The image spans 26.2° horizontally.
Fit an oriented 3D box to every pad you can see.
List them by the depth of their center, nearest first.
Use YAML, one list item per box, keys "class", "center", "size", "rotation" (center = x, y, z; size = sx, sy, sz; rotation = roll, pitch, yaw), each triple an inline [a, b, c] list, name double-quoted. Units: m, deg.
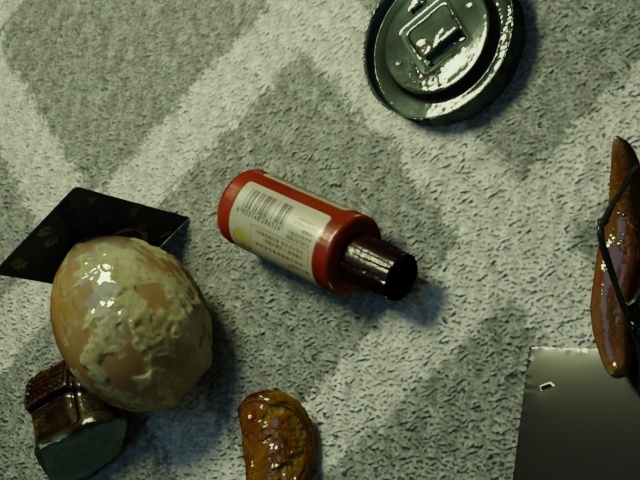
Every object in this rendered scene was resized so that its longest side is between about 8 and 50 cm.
- class: "pad"
  center: [0.331, 0.194, 1.459]
  size: [0.265, 0.009, 0.160]
  rotation: [0, 74, 36]
- class: "pad"
  center: [-0.299, 0.006, 1.823]
  size: [0.170, 0.245, 0.006]
  rotation: [-43, 64, 17]

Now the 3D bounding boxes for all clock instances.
- class: "clock"
  center: [0.152, -0.246, 1.702]
  size: [0.215, 0.042, 0.215]
  rotation: [-11, 70, 33]

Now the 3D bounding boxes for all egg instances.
- class: "egg"
  center: [-0.247, 0.105, 1.772]
  size: [0.203, 0.203, 0.245]
  rotation: [-33, 92, 24]

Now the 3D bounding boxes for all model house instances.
- class: "model house"
  center: [-0.333, 0.229, 1.878]
  size: [0.165, 0.106, 0.152]
  rotation: [-28, 54, 9]

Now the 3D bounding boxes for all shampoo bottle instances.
- class: "shampoo bottle"
  center: [0.000, 0.000, 1.696]
  size: [0.278, 0.104, 0.104]
  rotation: [25, 91, 38]

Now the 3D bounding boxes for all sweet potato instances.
- class: "sweet potato"
  center: [0.322, 0.018, 1.475]
  size: [0.058, 0.078, 0.255]
  rotation: [4, 90, 31]

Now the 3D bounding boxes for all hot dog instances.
- class: "hot dog"
  center: [-0.057, 0.256, 1.684]
  size: [0.099, 0.065, 0.147]
  rotation: [-16, 78, 31]

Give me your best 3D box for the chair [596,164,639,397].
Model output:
- class: "chair"
  center: [0.384, 0.048, 1.407]
  size: [0.140, 0.145, 0.221]
  rotation: [1, 121, 34]
